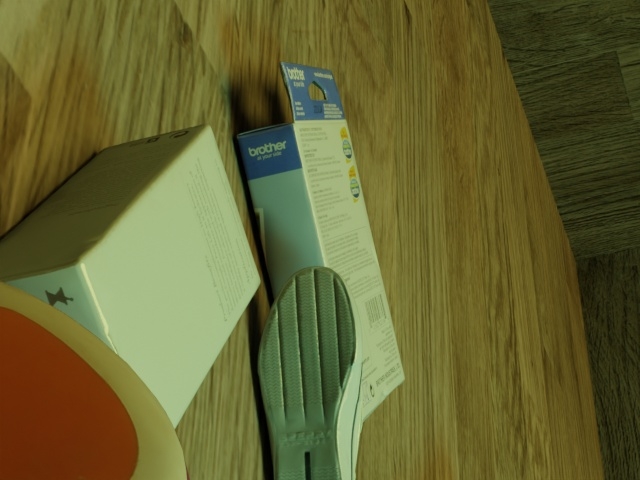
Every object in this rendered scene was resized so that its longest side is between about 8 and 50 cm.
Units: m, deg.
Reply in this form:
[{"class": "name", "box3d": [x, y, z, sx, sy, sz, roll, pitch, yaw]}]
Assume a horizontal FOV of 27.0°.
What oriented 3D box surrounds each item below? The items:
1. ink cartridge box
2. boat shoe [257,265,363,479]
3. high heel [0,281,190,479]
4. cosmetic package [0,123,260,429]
[{"class": "ink cartridge box", "box3d": [0.000, 0.000, 1.196, 0.186, 0.065, 0.311, -20, 100, -74]}, {"class": "boat shoe", "box3d": [-0.008, 0.137, 1.065, 0.076, 0.083, 0.226, 66, 28, -73]}, {"class": "high heel", "box3d": [-0.104, 0.201, 0.594, 0.377, 0.127, 0.181, 62, -30, 26]}, {"class": "cosmetic package", "box3d": [-0.111, 0.026, 0.756, 0.231, 0.085, 0.117, -58, 133, -65]}]
